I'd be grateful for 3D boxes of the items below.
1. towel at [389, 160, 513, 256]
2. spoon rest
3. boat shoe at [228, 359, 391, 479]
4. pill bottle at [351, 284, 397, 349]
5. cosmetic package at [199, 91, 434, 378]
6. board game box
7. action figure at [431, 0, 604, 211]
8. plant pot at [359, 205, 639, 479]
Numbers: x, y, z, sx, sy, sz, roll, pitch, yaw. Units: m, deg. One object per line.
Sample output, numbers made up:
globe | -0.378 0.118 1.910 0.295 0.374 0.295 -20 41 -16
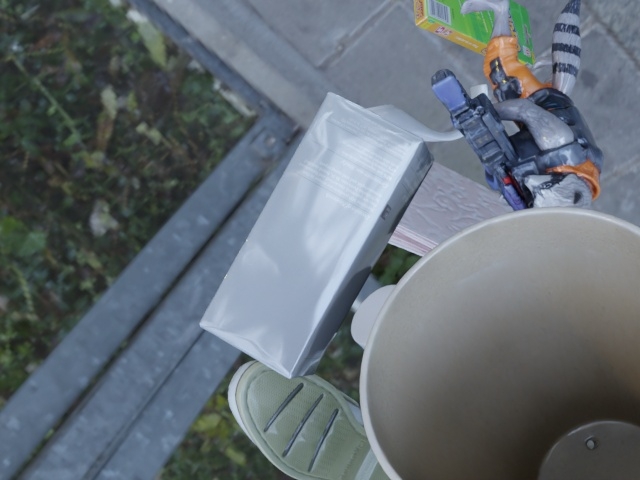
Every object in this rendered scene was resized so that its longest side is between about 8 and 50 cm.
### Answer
towel | 0.207 -0.047 1.941 0.317 0.332 0.053 26 117 -3
spoon rest | 0.152 -0.194 1.842 0.137 0.276 0.084 -172 68 -77
boat shoe | -0.003 0.224 1.290 0.302 0.113 0.103 41 170 -33
pill bottle | 0.142 0.155 1.433 0.124 0.124 0.221 -21 129 37
cosmetic package | 0.000 0.000 0.991 0.107 0.127 0.238 27 91 11
board game box | 0.262 -0.379 1.871 0.259 0.124 0.039 14 151 -32
action figure | 0.266 -0.168 1.386 0.178 0.330 0.341 -20 147 22
plant pot | 0.203 0.152 0.885 0.256 0.256 0.274 -2 149 29
